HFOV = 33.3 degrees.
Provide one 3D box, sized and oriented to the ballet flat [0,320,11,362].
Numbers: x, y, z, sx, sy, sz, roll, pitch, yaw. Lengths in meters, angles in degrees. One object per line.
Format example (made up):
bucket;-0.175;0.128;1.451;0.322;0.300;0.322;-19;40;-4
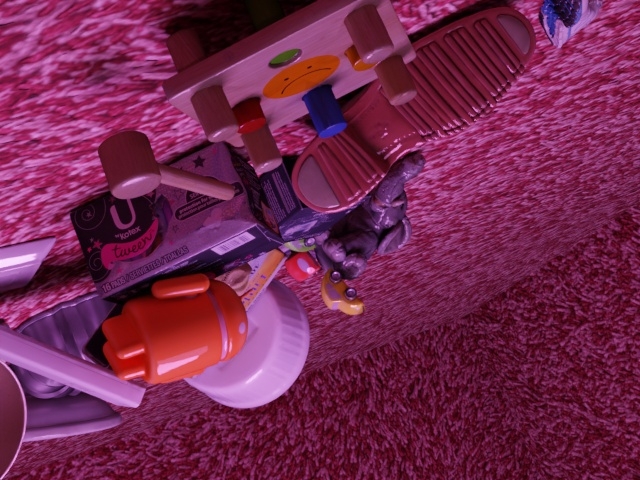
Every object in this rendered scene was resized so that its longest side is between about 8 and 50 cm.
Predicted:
ballet flat;-0.590;0.206;1.904;0.072;0.068;0.213;-16;165;-30

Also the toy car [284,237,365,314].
toy car;-0.030;0.027;1.937;0.053;0.239;0.225;-39;129;-12

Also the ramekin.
ramekin;-0.172;0.188;2.134;0.277;0.277;0.135;-26;158;11

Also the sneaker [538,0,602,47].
sneaker;0.352;-0.330;1.468;0.083;0.071;0.190;-31;175;3

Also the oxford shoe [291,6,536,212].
oxford shoe;0.123;-0.201;1.510;0.397;0.140;0.146;-33;-165;18

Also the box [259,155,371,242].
box;-0.031;-0.067;1.752;0.156;0.093;0.158;-12;163;-41

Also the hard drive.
hard drive;-0.432;0.182;1.645;0.307;0.040;0.203;26;165;-15

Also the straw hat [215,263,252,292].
straw hat;-0.146;0.054;1.747;0.144;0.061;0.144;-48;164;-19

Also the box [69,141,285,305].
box;-0.204;-0.018;1.542;0.247;0.142;0.163;-26;165;7

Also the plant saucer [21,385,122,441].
plant saucer;-0.611;0.346;2.190;0.400;0.101;0.400;-4;177;0

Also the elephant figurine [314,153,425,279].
elephant figurine;0.100;-0.037;1.997;0.239;0.169;0.186;-37;-161;-14

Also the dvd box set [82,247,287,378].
dvd box set;-0.219;0.102;1.869;0.308;0.062;0.420;-52;164;0

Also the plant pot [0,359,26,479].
plant pot;-0.662;0.290;1.778;0.284;0.284;0.191;-12;-162;-41

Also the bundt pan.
bundt pan;-0.434;0.204;2.045;0.330;0.124;0.331;-23;166;-6

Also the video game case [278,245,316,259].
video game case;0.000;0.000;2.214;0.183;0.023;0.201;-28;167;16

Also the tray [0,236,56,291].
tray;-0.522;0.061;1.548;0.270;0.030;0.145;-14;165;-34

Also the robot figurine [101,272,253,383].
robot figurine;-0.197;0.126;1.525;0.219;0.158;0.128;-15;-175;-27

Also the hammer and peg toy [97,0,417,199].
hammer and peg toy;-0.072;-0.170;1.216;0.361;0.127;0.266;-26;168;10
